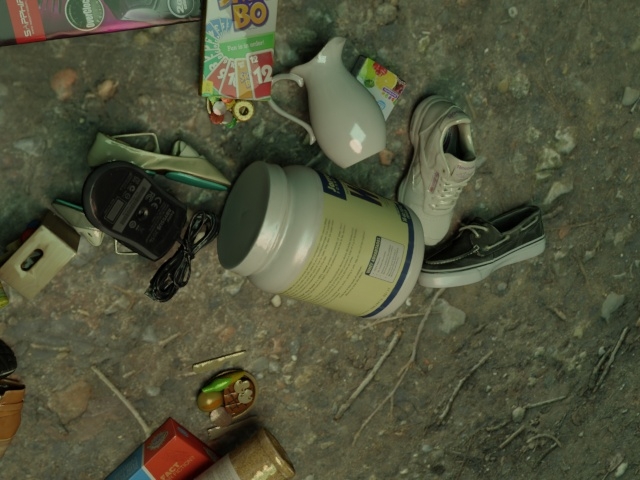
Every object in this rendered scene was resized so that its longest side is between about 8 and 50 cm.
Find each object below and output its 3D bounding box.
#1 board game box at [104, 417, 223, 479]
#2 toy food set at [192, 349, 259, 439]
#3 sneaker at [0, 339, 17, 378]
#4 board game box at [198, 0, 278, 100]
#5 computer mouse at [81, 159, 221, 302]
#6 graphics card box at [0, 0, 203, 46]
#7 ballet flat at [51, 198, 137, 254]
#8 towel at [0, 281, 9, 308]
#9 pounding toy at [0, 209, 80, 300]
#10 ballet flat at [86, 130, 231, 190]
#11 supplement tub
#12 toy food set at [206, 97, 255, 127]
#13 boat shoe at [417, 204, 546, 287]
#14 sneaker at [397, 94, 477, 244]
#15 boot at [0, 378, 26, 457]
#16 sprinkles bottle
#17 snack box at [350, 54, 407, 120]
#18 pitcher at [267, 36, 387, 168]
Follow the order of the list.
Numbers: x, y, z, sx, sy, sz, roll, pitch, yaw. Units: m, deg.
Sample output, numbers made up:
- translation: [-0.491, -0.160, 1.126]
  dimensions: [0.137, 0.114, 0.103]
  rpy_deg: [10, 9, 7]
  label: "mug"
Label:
- translation: [-0.293, 0.553, 1.525]
  dimensions: [0.242, 0.064, 0.316]
  rpy_deg: [-44, 121, -1]
  label: "board game box"
- translation: [-0.189, 0.328, 1.488]
  dimensions: [0.132, 0.038, 0.192]
  rpy_deg: [-16, 117, -16]
  label: "toy food set"
- translation: [-0.657, 0.226, 1.193]
  dimensions: [0.283, 0.107, 0.124]
  rpy_deg: [3, 132, -51]
  label: "sneaker"
- translation: [-0.136, -0.370, 1.209]
  dimensions: [0.124, 0.039, 0.260]
  rpy_deg: [-1, 104, -24]
  label: "board game box"
- translation: [-0.303, -0.033, 1.206]
  dimensions: [0.189, 0.072, 0.272]
  rpy_deg: [-56, 137, -14]
  label: "computer mouse"
- translation: [-0.373, -0.422, 1.062]
  dimensions: [0.370, 0.094, 0.233]
  rpy_deg: [-13, 115, -19]
  label: "graphics card box"
- translation: [-0.363, -0.014, 1.247]
  dimensions: [0.213, 0.072, 0.068]
  rpy_deg: [16, 90, -29]
  label: "ballet flat"
- translation: [-0.564, 0.028, 1.109]
  dimensions: [0.102, 0.237, 0.021]
  rpy_deg: [-27, 154, -13]
  label: "towel"
- translation: [-0.483, 0.026, 1.180]
  dimensions: [0.141, 0.130, 0.100]
  rpy_deg: [-45, 111, 0]
  label: "pounding toy"
- translation: [-0.270, -0.141, 1.238]
  dimensions: [0.248, 0.086, 0.086]
  rpy_deg: [7, 108, -24]
  label: "ballet flat"
- translation: [0.000, 0.000, 1.316]
  dimensions: [0.324, 0.235, 0.236]
  rpy_deg: [18, 103, -28]
  label: "supplement tub"
- translation: [-0.161, -0.241, 1.270]
  dimensions: [0.082, 0.020, 0.083]
  rpy_deg: [-25, 119, -11]
  label: "toy food set"
- translation: [0.340, 0.005, 1.547]
  dimensions: [0.335, 0.121, 0.119]
  rpy_deg: [-20, 110, -27]
  label: "boat shoe"
- translation: [0.232, -0.122, 1.413]
  dimensions: [0.114, 0.152, 0.305]
  rpy_deg: [-10, 116, -21]
  label: "sneaker"
- translation: [-0.633, 0.309, 1.276]
  dimensions: [0.197, 0.073, 0.153]
  rpy_deg: [13, 107, -39]
  label: "boot"
- translation: [-0.223, 0.525, 1.433]
  dimensions: [0.355, 0.121, 0.121]
  rpy_deg: [-36, 121, -6]
  label: "sprinkles bottle"
- translation: [0.086, -0.261, 1.356]
  dimensions: [0.100, 0.037, 0.141]
  rpy_deg: [25, 101, -27]
  label: "snack box"
- translation: [0.011, -0.226, 1.273]
  dimensions: [0.177, 0.125, 0.207]
  rpy_deg: [-25, 95, 18]
  label: "pitcher"
